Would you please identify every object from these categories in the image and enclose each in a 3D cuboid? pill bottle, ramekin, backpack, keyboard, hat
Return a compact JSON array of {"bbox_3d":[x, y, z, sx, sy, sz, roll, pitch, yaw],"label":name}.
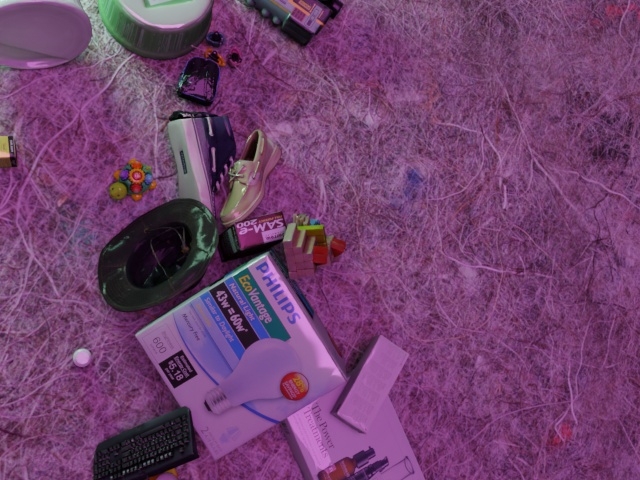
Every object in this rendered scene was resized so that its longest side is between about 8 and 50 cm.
[{"bbox_3d":[-0.569,0.280,1.720,0.043,0.083,0.043,3,81,-19],"label":"pill bottle"},{"bbox_3d":[-0.693,-0.533,1.715,0.273,0.273,0.127,-11,73,-21],"label":"ramekin"},{"bbox_3d":[-0.324,-0.424,1.917,0.105,0.084,0.114,16,80,-16],"label":"backpack"},{"bbox_3d":[-0.420,-0.643,1.881,0.303,0.148,0.303,3,81,-19],"label":"ramekin"},{"bbox_3d":[-0.401,0.517,1.634,0.033,0.317,0.201,22,46,-54],"label":"keyboard"},{"bbox_3d":[-0.380,0.059,1.787,0.331,0.134,0.331,-10,55,15],"label":"hat"}]

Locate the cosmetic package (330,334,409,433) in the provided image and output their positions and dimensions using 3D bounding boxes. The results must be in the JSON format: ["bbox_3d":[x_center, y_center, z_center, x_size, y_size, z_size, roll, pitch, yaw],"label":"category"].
[{"bbox_3d":[0.129,0.372,1.874,0.099,0.060,0.239,35,69,-7],"label":"cosmetic package"}]

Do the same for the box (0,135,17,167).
[{"bbox_3d":[-0.842,-0.204,1.698,0.232,0.087,0.058,-6,82,-19],"label":"box"}]

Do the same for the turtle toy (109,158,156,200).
[{"bbox_3d":[-0.480,-0.149,1.828,0.130,0.066,0.095,-43,97,-20],"label":"turtle toy"}]

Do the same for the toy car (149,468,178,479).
[{"bbox_3d":[-0.399,0.620,1.713,0.136,0.159,0.182,37,66,-50],"label":"toy car"}]

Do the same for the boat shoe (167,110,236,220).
[{"bbox_3d":[-0.284,-0.174,1.879,0.158,0.127,0.340,-12,97,-37],"label":"boat shoe"}]

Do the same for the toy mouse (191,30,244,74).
[{"bbox_3d":[-0.267,-0.521,1.975,0.161,0.031,0.143,33,51,-19],"label":"toy mouse"}]

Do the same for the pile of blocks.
[{"bbox_3d":[0.000,0.000,1.816,0.112,0.362,0.149,-3,96,10],"label":"pile of blocks"}]

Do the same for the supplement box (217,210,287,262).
[{"bbox_3d":[-0.177,-0.006,1.822,0.130,0.239,0.073,-15,87,-21],"label":"supplement box"}]

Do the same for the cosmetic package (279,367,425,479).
[{"bbox_3d":[0.086,0.557,1.910,0.284,0.097,0.377,-24,90,-24],"label":"cosmetic package"}]

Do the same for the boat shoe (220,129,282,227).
[{"bbox_3d":[-0.197,-0.164,1.872,0.098,0.109,0.302,48,49,-31],"label":"boat shoe"}]

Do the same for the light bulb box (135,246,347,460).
[{"bbox_3d":[-0.178,0.259,1.732,0.361,0.225,0.358,-32,94,2],"label":"light bulb box"}]

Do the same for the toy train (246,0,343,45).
[{"bbox_3d":[-0.101,-0.702,2.019,0.334,0.142,0.190,33,82,-12],"label":"toy train"}]
